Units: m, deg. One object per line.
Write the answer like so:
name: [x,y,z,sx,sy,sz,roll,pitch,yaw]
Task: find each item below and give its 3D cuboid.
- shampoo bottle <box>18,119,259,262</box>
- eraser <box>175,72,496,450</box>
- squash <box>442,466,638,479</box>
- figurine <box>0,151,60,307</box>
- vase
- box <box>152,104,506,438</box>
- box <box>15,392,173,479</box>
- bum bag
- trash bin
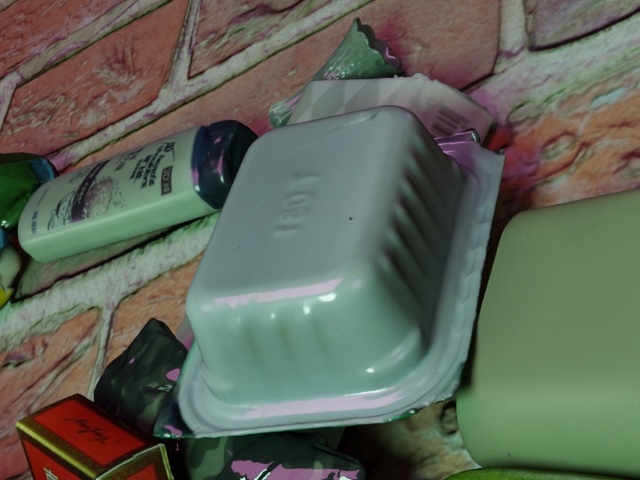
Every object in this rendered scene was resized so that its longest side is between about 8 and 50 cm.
shampoo bottle: [-0.216,-0.066,1.547,0.359,0.078,0.134,-15,43,38]
eraser: [-0.003,0.022,1.244,0.213,0.082,0.397,5,63,48]
squash: [0.236,0.207,0.818,0.395,0.107,0.107,-3,56,41]
figurine: [-0.430,0.004,1.683,0.127,0.185,0.234,7,102,24]
vase: [0.011,-0.167,1.405,0.149,0.081,0.081,-40,37,16]
box: [0.000,0.000,1.062,0.264,0.106,0.336,-10,38,25]
box: [-0.170,0.264,1.084,0.074,0.240,0.153,-22,24,-28]
bum bag: [-0.079,0.189,1.071,0.340,0.095,0.144,31,109,37]
trash bin: [0.239,0.063,0.935,0.247,0.121,0.243,-7,53,45]
